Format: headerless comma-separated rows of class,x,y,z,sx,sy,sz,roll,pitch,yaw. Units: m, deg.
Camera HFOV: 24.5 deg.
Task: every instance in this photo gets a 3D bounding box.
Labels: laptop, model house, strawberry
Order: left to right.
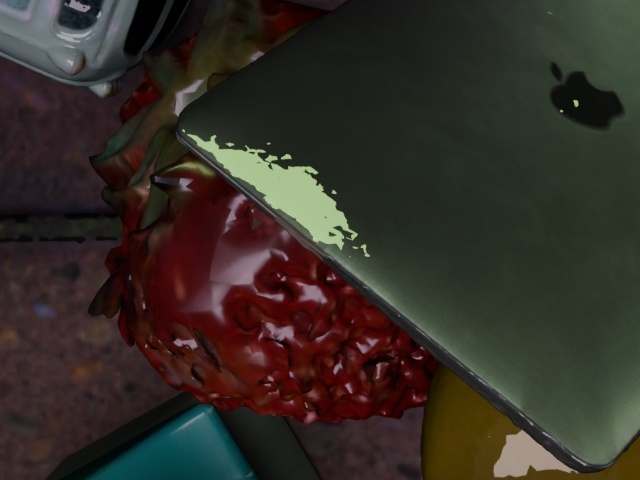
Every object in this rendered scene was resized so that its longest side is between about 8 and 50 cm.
model house,-0.073,0.137,0.674,0.127,0.149,0.100,-30,91,15
strawberry,0.000,0.000,0.630,0.201,0.187,0.184,40,70,-30
laptop,0.097,-0.048,0.556,0.187,0.269,0.015,39,141,15

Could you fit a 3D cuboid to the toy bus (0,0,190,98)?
toy bus,-0.174,-0.183,0.639,0.276,0.133,0.165,23,102,5

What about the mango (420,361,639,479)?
mango,0.205,0.072,0.589,0.331,0.142,0.195,21,64,-12
